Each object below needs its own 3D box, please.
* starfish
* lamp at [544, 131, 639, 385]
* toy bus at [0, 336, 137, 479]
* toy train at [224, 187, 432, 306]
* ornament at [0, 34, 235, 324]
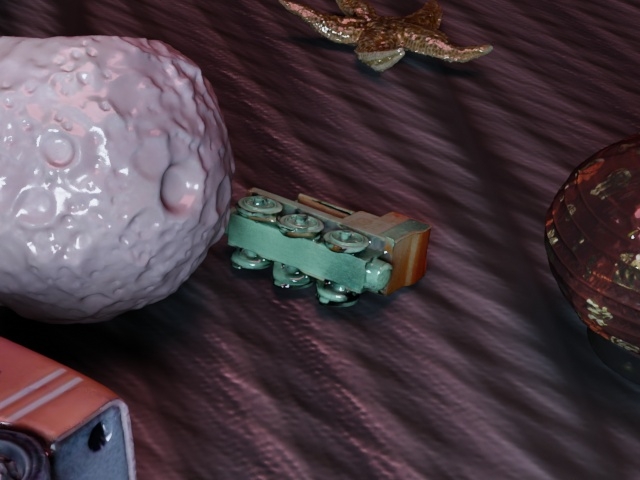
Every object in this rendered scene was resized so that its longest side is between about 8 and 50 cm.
[{"bbox_3d":[0.085,-0.270,1.507,0.277,0.062,0.235,11,33,12],"label":"starfish"},{"bbox_3d":[0.304,0.001,0.978,0.247,0.247,0.247,4,33,-2],"label":"lamp"},{"bbox_3d":[-0.299,0.208,0.596,0.233,0.203,0.427,23,36,33],"label":"toy bus"},{"bbox_3d":[0.000,0.000,1.079,0.176,0.074,0.118,20,26,29],"label":"toy train"},{"bbox_3d":[-0.199,-0.049,0.970,0.260,0.225,0.259,-1,6,0],"label":"ornament"}]
